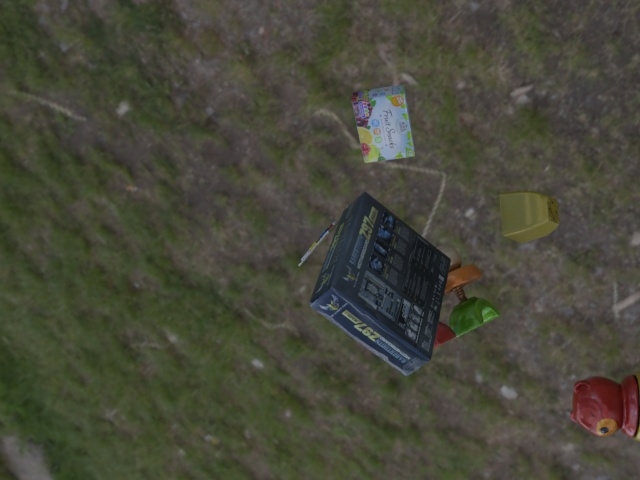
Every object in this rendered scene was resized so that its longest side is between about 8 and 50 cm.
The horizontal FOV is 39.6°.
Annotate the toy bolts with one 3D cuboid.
[{"bbox_3d":[0.167,0.117,1.557,0.218,0.228,0.158,-33,78,31],"label":"toy bolts"}]

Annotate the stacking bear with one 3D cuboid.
[{"bbox_3d":[0.625,0.319,1.685,0.289,0.164,0.175,2,132,8],"label":"stacking bear"}]

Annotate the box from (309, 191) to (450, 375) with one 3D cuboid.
[{"bbox_3d":[0.095,0.059,1.311,0.183,0.232,0.059,37,128,-14],"label":"box"}]

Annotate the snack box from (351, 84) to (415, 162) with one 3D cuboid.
[{"bbox_3d":[0.121,-0.220,1.684,0.100,0.037,0.141,-8,128,10],"label":"snack box"}]

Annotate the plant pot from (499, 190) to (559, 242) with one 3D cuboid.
[{"bbox_3d":[0.377,-0.047,1.585,0.083,0.081,0.081,-13,163,37],"label":"plant pot"}]

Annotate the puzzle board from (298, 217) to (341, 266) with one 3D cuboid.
[{"bbox_3d":[0.000,0.000,1.797,0.011,0.128,0.096,42,110,2],"label":"puzzle board"}]
